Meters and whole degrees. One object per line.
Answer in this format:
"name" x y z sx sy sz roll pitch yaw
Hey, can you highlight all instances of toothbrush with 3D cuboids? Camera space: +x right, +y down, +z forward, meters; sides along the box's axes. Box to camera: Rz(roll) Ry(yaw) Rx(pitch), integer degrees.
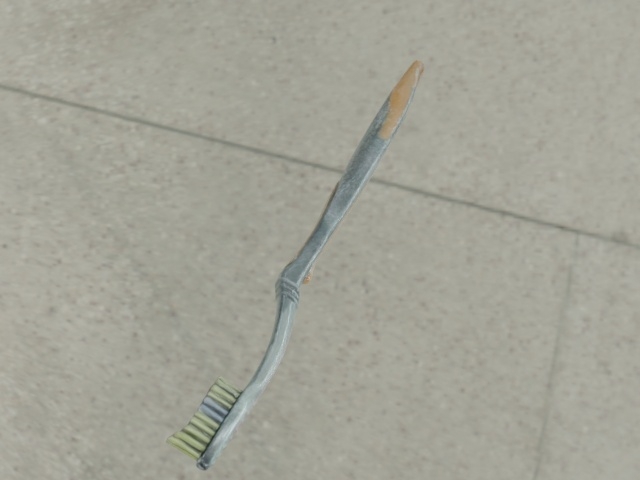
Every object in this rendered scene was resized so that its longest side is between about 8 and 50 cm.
"toothbrush" 0.000 0.000 0.868 0.037 0.028 0.375 30 57 1
